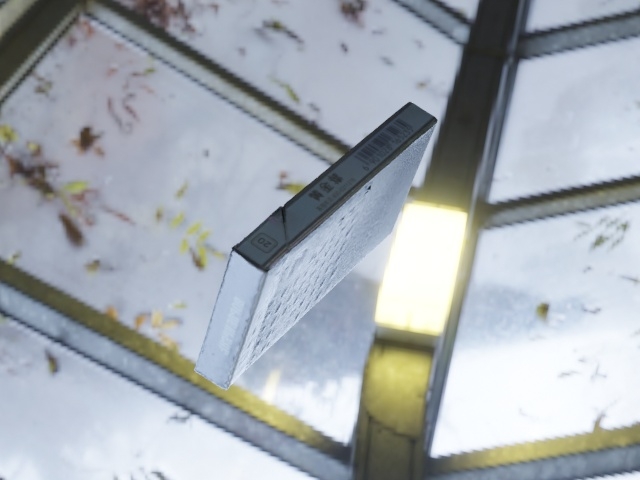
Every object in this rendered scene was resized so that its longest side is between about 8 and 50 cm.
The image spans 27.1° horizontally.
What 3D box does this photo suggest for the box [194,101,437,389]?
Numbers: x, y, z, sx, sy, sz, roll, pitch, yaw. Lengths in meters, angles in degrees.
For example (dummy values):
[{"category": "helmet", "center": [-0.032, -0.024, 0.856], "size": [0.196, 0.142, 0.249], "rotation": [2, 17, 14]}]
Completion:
[{"category": "box", "center": [0.000, -0.001, 1.355], "size": [0.047, 0.180, 0.325], "rotation": [35, -135, 15]}]
